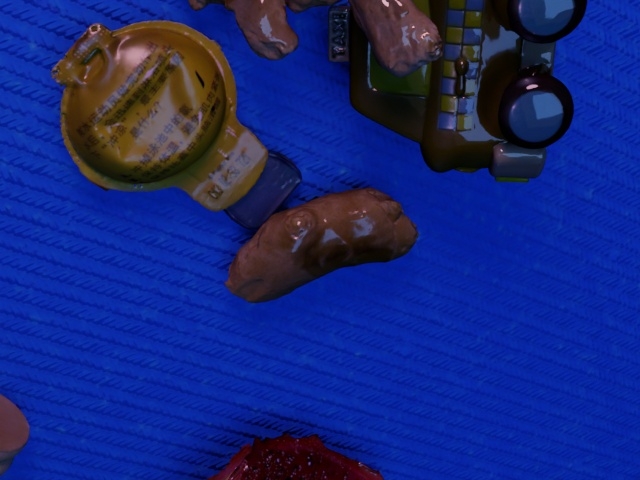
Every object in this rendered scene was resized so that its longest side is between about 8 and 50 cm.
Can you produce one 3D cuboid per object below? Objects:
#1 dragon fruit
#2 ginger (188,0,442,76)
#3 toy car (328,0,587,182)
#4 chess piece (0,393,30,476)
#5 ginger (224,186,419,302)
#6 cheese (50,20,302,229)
[{"bbox_3d":[-0.057,0.306,1.008,0.262,0.163,0.189,-36,153,-40],"label":"dragon fruit"},{"bbox_3d":[-0.020,-0.202,0.798,0.258,0.065,0.149,46,115,12],"label":"ginger"},{"bbox_3d":[0.105,-0.177,0.857,0.198,0.204,0.248,3,115,4],"label":"toy car"},{"bbox_3d":[-0.342,0.215,0.918,0.094,0.094,0.170,27,109,-26],"label":"chess piece"},{"bbox_3d":[0.000,0.002,0.943,0.190,0.069,0.095,-16,125,-13],"label":"ginger"},{"bbox_3d":[-0.118,-0.089,0.871,0.156,0.064,0.250,-47,128,6],"label":"cheese"}]
